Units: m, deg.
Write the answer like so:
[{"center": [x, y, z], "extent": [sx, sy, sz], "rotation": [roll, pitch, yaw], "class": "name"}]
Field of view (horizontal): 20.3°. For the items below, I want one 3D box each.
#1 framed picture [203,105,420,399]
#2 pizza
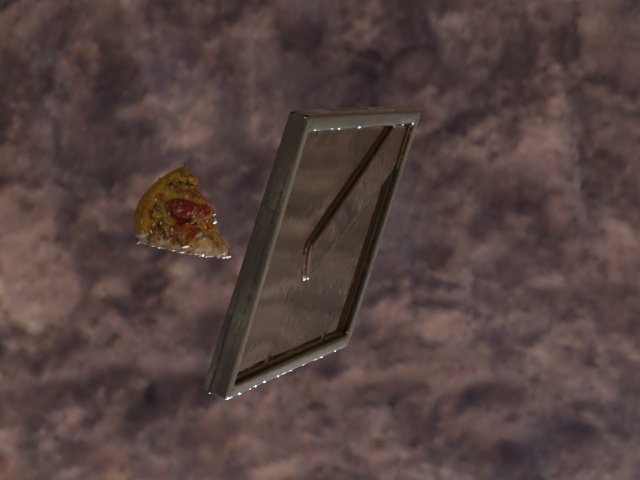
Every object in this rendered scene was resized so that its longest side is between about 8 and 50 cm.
[{"center": [0.000, 0.000, 0.962], "extent": [0.015, 0.203, 0.150], "rotation": [20, -79, 16], "class": "framed picture"}, {"center": [-0.092, -0.018, 1.292], "extent": [0.078, 0.083, 0.025], "rotation": [31, -47, -4], "class": "pizza"}]
